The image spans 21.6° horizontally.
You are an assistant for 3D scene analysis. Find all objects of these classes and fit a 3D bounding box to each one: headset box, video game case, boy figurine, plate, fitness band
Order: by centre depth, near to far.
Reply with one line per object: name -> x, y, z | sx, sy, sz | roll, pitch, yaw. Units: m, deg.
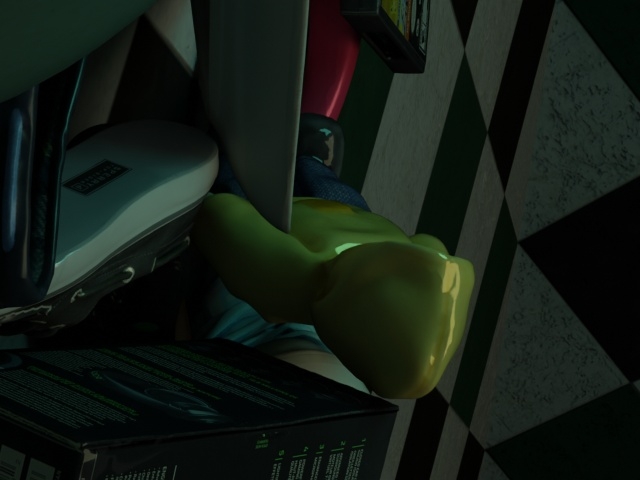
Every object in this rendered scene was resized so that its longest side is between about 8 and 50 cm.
headset box -> -0.099, 0.182, 0.823 | 0.283, 0.131, 0.246 | 1, 105, -58
plate -> -0.044, -0.191, 0.862 | 0.277, 0.045, 0.278 | 94, -10, -46
boy figurine -> 0.000, 0.000, 0.957 | 0.285, 0.177, 0.092 | -131, -122, -64
fitness band -> -0.027, -0.110, 1.213 | 0.291, 0.054, 0.209 | -20, 120, -76
video game case -> 0.058, -0.285, 1.302 | 0.248, 0.035, 0.275 | 20, 73, -78

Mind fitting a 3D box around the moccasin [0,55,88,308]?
moccasin -> -0.105, -0.127, 0.702 | 0.138, 0.116, 0.342 | 52, 52, -74

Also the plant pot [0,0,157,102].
plant pot -> -0.109, -0.158, 0.325 | 0.235, 0.293, 0.293 | 109, 5, -50

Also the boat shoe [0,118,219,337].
boat shoe -> -0.128, 0.008, 0.786 | 0.228, 0.080, 0.076 | -37, 144, -55

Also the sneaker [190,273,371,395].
sneaker -> -0.050, 0.086, 1.148 | 0.366, 0.135, 0.150 | 96, -31, -80

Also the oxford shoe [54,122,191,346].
oxford shoe -> -0.115, 0.024, 0.951 | 0.096, 0.082, 0.227 | -103, -170, -54
